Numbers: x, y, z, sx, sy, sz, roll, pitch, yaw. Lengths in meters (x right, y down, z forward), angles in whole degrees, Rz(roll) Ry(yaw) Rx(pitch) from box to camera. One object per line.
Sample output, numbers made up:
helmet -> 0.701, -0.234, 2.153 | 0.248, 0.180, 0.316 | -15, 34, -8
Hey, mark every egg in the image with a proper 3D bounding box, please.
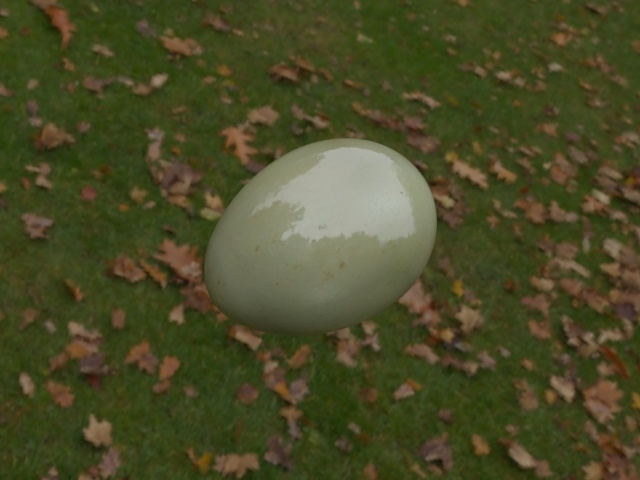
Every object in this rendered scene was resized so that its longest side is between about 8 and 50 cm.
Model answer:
egg -> 0.000, 0.000, 0.997 | 0.253, 0.189, 0.189 | -30, 56, -15
